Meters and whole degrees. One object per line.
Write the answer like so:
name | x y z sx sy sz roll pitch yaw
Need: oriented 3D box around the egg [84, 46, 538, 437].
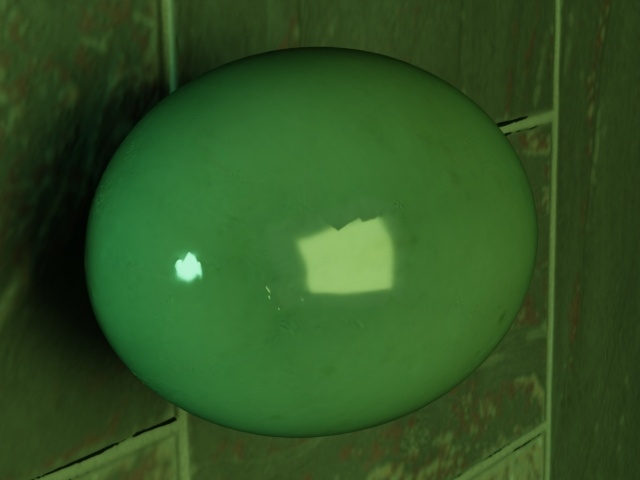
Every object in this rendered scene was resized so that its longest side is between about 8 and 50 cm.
egg | 0.000 0.000 1.040 0.389 0.276 0.276 -10 106 -54
